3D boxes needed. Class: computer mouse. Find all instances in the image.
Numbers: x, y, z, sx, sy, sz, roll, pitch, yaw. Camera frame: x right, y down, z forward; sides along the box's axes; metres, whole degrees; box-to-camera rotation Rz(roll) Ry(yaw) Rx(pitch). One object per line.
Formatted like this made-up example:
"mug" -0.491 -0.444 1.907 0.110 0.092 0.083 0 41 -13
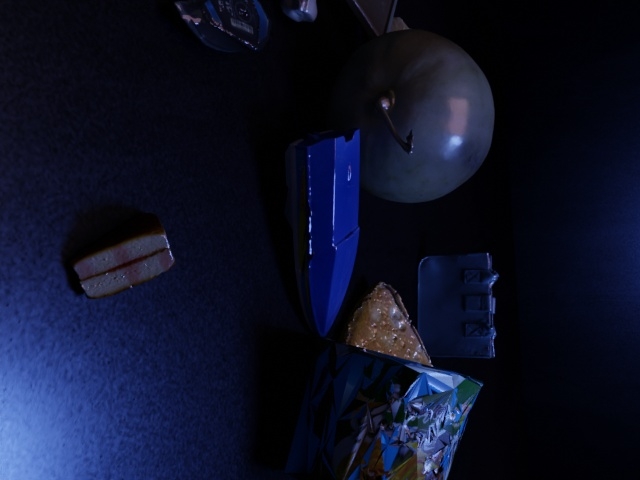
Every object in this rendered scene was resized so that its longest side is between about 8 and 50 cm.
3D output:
"computer mouse" -0.110 -0.239 0.614 0.135 0.047 0.079 0 76 -53

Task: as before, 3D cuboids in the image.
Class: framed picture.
"framed picture" 0.057 -0.471 0.950 0.260 0.023 0.188 41 51 -42

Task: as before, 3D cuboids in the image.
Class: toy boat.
"toy boat" 0.000 0.000 0.781 0.129 0.088 0.295 -38 132 -60

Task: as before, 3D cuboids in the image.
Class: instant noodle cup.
"instant noodle cup" 0.078 0.237 0.744 0.240 0.240 0.178 34 69 -59

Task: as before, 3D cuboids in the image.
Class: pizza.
"pizza" 0.088 0.191 0.950 0.204 0.081 0.188 -37 97 -48

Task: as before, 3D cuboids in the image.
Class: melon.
"melon" 0.137 -0.182 0.881 0.308 0.272 0.271 43 50 -58

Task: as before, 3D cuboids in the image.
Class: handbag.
"handbag" 0.304 0.143 1.265 0.062 0.179 0.229 25 63 -60

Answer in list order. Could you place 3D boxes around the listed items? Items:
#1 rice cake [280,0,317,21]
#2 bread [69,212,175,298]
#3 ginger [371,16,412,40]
"rice cake" -0.033 -0.428 0.782 0.057 0.052 0.255 -4 91 -67
"bread" -0.151 0.008 0.489 0.109 0.062 0.043 -52 132 -57
"ginger" 0.138 -0.305 1.072 0.122 0.115 0.193 -49 120 -31
